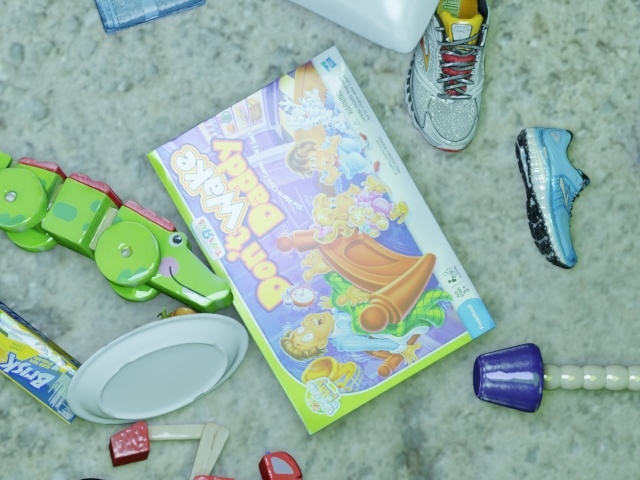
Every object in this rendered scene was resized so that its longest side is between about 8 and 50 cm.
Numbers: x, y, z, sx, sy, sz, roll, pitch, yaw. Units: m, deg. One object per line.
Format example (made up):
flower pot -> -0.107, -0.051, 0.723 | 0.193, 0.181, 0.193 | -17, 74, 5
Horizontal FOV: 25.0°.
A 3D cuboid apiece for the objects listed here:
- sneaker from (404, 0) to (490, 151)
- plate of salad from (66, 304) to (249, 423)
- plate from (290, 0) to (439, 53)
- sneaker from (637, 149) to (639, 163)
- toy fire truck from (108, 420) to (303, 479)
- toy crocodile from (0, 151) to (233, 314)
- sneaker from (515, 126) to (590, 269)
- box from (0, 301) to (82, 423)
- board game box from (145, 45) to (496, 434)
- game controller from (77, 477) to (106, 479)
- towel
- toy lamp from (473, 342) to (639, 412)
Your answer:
sneaker -> 0.138, -0.208, 1.555 | 0.088, 0.093, 0.225 | -1, 92, -4
plate of salad -> -0.172, 0.129, 1.507 | 0.200, 0.200, 0.048 | -24, 60, -3
plate -> 0.034, -0.375, 1.526 | 0.278, 0.045, 0.277 | 27, 89, 14
sneaker -> 0.484, -0.171, 1.577 | 0.169, 0.108, 0.292 | 33, 88, -2
toy fire truck -> -0.121, 0.248, 1.561 | 0.192, 0.047, 0.135 | -14, 71, -16
toy crocodile -> -0.239, -0.019, 1.499 | 0.341, 0.115, 0.105 | 26, 79, 10
sneaker -> 0.266, -0.049, 1.586 | 0.073, 0.063, 0.162 | -10, 93, -7
box -> -0.316, 0.123, 1.544 | 0.169, 0.059, 0.054 | 39, 87, -4
board game box -> 0.000, 0.000, 1.557 | 0.233, 0.078, 0.347 | -31, 94, -3
game controller -> -0.259, 0.423, 1.565 | 0.166, 0.067, 0.319 | 25, 90, -19
towel -> -0.186, -0.272, 1.560 | 0.119, 0.029, 0.067 | -18, 93, -3
toy lamp -> 0.307, 0.153, 1.586 | 0.275, 0.080, 0.080 | 2, 91, -4
